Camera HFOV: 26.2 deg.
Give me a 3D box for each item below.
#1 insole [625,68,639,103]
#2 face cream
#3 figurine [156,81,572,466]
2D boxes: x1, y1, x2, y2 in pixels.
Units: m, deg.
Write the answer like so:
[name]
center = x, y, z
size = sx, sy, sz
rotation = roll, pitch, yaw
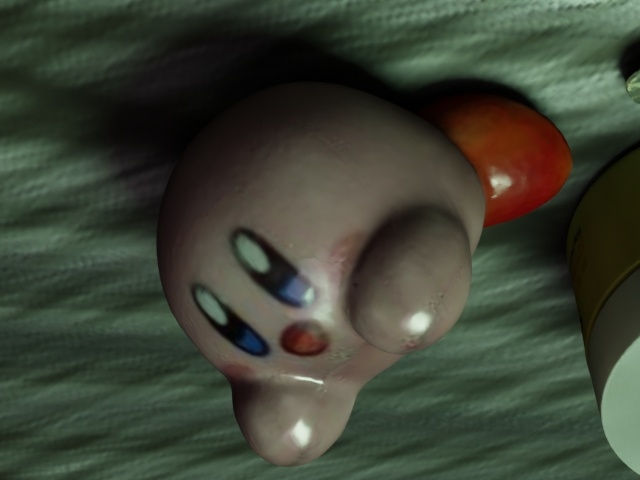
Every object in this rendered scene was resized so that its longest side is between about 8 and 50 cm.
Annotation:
[insole]
center = 0.330, -0.141, 0.938
size = 0.248, 0.011, 0.081
rotation = -17, 156, 17
[face cream]
center = 0.300, 0.050, 1.008
size = 0.218, 0.179, 0.218
rotation = 0, 130, 0
[figurine]
center = -0.001, -0.006, 0.956
size = 0.211, 0.261, 0.269
rotation = 43, 123, 1
